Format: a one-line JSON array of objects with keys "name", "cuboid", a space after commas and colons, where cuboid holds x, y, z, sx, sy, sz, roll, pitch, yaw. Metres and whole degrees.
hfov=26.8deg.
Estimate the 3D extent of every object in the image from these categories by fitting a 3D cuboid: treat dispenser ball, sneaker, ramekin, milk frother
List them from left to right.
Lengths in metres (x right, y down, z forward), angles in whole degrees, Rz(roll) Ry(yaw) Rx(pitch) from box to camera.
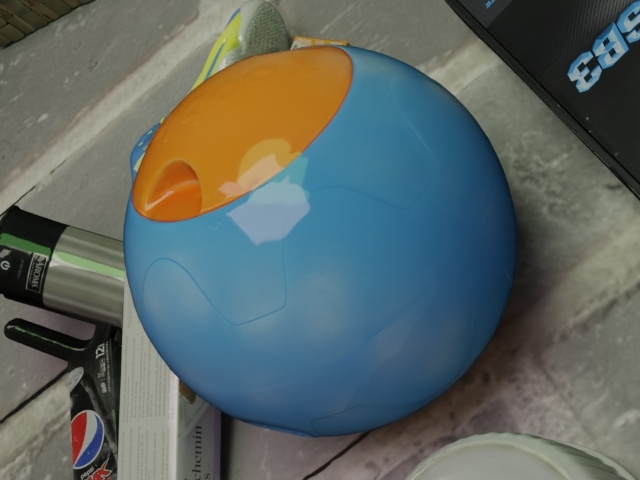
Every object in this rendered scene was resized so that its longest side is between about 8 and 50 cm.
[{"name": "milk frother", "cuboid": [-0.227, 0.029, 1.254, 0.135, 0.129, 0.143, 17, 32, 2]}, {"name": "sneaker", "cuboid": [-0.116, -0.114, 1.241, 0.126, 0.091, 0.240, 8, 75, 36]}, {"name": "treat dispenser ball", "cuboid": [0.000, 0.000, 0.988, 0.288, 0.288, 0.288, -14, 62, 28]}, {"name": "ramekin", "cuboid": [0.131, 0.228, 0.912, 0.207, 0.109, 0.207, -14, 63, 28]}]

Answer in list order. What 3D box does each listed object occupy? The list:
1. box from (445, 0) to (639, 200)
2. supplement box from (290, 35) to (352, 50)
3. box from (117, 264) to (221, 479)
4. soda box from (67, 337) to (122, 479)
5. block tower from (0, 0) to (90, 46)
[{"name": "box", "cuboid": [0.282, -0.205, 1.034, 0.295, 0.073, 0.293, -43, 51, 11]}, {"name": "supplement box", "cuboid": [-0.008, -0.132, 1.212, 0.062, 0.036, 0.098, 13, 77, 37]}, {"name": "box", "cuboid": [-0.125, 0.144, 1.118, 0.067, 0.063, 0.324, -10, 73, 31]}, {"name": "soda box", "cuboid": [-0.180, 0.175, 1.171, 0.053, 0.060, 0.168, -25, 57, 26]}, {"name": "block tower", "cuboid": [-0.253, -0.320, 1.426, 0.335, 0.097, 0.091, -21, 59, 22]}]
